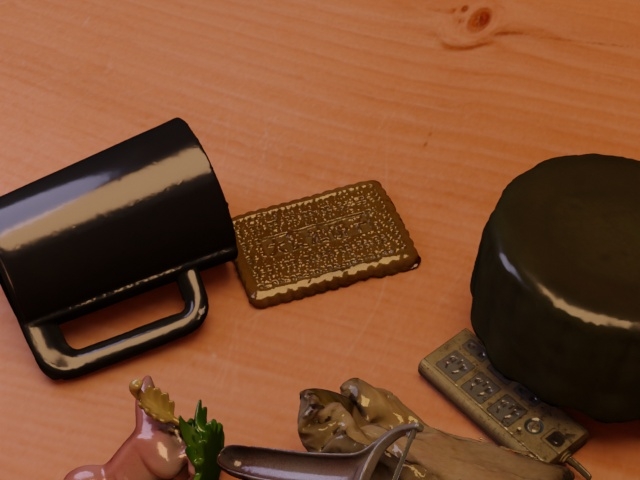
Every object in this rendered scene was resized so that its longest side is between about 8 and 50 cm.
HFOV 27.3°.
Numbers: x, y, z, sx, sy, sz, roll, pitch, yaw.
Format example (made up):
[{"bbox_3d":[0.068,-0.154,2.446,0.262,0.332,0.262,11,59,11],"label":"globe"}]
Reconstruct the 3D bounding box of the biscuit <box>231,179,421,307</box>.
[{"bbox_3d":[0.000,0.000,1.857,0.254,0.029,0.172,-15,48,-13],"label":"biscuit"}]

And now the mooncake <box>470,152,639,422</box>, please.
[{"bbox_3d":[0.370,0.064,1.666,0.356,0.194,0.356,5,44,-5],"label":"mooncake"}]

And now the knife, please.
[{"bbox_3d":[-0.009,0.259,1.446,0.278,0.053,0.123,-7,43,43],"label":"knife"}]

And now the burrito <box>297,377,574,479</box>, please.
[{"bbox_3d":[0.120,0.273,1.522,0.332,0.135,0.190,22,20,25],"label":"burrito"}]

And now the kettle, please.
[{"bbox_3d":[-0.281,0.011,1.777,0.308,0.262,0.203,-24,16,-15],"label":"kettle"}]

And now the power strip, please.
[{"bbox_3d":[0.239,0.213,1.650,0.092,0.034,0.268,-32,54,-25],"label":"power strip"}]

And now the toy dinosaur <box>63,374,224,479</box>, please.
[{"bbox_3d":[-0.210,0.257,1.574,0.177,0.152,0.194,8,89,9],"label":"toy dinosaur"}]
